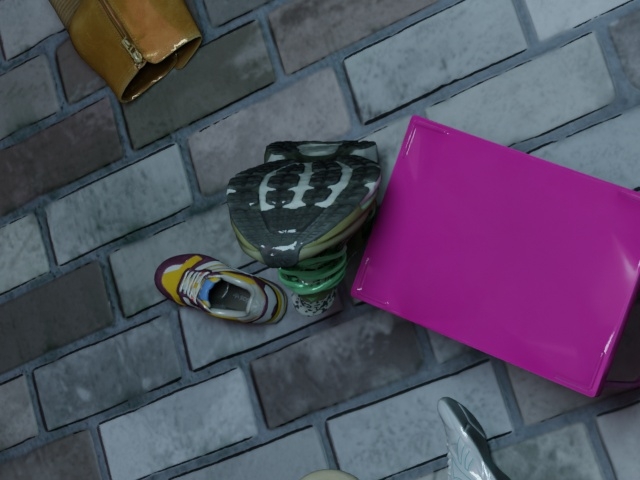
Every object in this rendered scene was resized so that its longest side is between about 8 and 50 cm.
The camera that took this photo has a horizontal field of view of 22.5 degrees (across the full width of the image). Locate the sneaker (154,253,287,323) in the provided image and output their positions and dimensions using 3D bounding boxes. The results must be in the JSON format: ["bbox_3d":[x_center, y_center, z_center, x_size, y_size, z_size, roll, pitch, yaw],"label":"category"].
[{"bbox_3d":[-0.134,0.054,1.934,0.185,0.084,0.070,11,90,29],"label":"sneaker"}]

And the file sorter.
[{"bbox_3d":[0.223,0.018,1.689,0.290,0.182,0.202,22,96,30],"label":"file sorter"}]

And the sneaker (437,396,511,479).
[{"bbox_3d":[0.160,0.245,1.770,0.061,0.053,0.152,-35,70,23],"label":"sneaker"}]

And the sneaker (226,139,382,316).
[{"bbox_3d":[0.000,0.000,1.726,0.158,0.410,0.182,-2,102,9],"label":"sneaker"}]

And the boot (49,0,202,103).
[{"bbox_3d":[-0.207,-0.334,2.020,0.295,0.104,0.211,-48,70,21],"label":"boot"}]

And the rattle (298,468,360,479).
[{"bbox_3d":[-0.037,0.332,1.823,0.199,0.143,0.130,-3,101,22],"label":"rattle"}]
